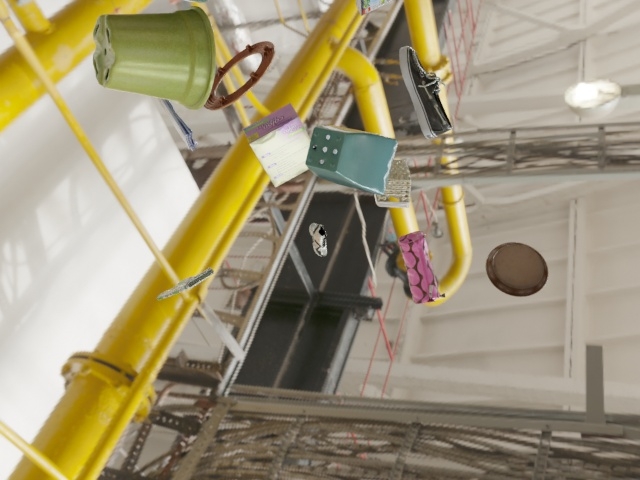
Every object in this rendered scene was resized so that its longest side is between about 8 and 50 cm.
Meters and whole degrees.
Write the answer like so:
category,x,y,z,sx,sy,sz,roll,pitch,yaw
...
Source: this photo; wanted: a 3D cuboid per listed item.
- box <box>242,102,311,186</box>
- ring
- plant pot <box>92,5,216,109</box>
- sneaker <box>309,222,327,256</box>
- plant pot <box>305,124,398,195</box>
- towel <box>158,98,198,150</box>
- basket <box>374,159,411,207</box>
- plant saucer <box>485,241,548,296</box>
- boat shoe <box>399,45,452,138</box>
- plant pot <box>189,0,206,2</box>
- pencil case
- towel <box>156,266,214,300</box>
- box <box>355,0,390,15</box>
category,x,y,z,sx,sy,sz,roll,pitch,yaw
box,-0.147,-0.369,2.406,0.213,0.243,0.117,-29,-136,2
ring,-0.300,-0.597,2.209,0.336,0.032,0.336,-25,-139,24
plant pot,-0.448,-0.483,1.620,0.254,0.276,0.276,-7,-151,-35
sneaker,0.000,0.000,1.866,0.043,0.109,0.040,1,-153,42
plant pot,0.072,-0.231,1.704,0.165,0.166,0.234,18,-172,32
towel,-0.506,-0.440,2.142,0.040,0.243,0.336,-33,-175,-8
basket,0.241,-0.194,2.061,0.113,0.103,0.167,3,-147,-2
plant saucer,0.540,0.075,1.697,0.168,0.168,0.029,5,-153,28
boat shoe,0.343,-0.487,1.984,0.105,0.306,0.113,-18,177,30
plant pot,-0.362,-0.795,1.677,0.293,0.235,0.293,-42,-150,32
pencil case,0.293,0.080,1.809,0.095,0.209,0.098,-17,-173,5
towel,-0.381,0.121,1.734,0.152,0.023,0.113,-21,-171,39
box,0.146,-0.669,1.606,0.114,0.207,0.036,-27,-97,3
